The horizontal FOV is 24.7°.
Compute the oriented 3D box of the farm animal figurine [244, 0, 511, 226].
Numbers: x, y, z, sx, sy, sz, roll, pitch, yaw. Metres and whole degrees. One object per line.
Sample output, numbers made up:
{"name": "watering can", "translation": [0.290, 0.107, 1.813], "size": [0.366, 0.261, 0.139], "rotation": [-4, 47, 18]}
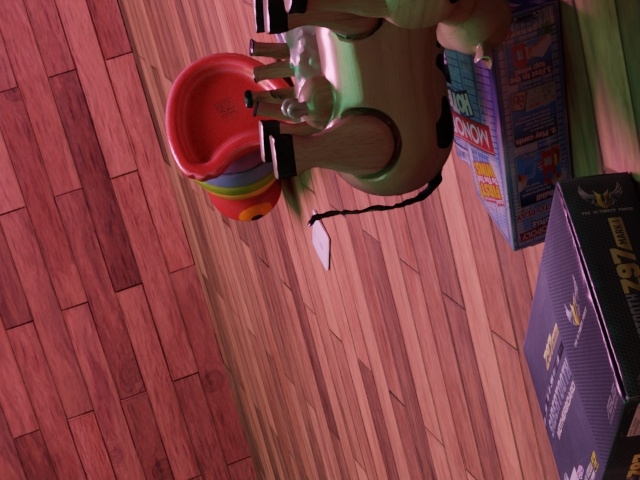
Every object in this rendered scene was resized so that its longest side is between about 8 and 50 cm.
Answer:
{"name": "farm animal figurine", "translation": [0.046, -0.166, 1.001], "size": [0.330, 0.172, 0.326], "rotation": [-109, 17, -60]}

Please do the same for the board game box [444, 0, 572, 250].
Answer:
{"name": "board game box", "translation": [0.137, -0.099, 1.157], "size": [0.194, 0.060, 0.194], "rotation": [-142, 35, -67]}

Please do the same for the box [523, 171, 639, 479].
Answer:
{"name": "box", "translation": [0.206, 0.091, 1.070], "size": [0.232, 0.059, 0.183], "rotation": [90, 171, -55]}

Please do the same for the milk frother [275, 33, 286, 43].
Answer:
{"name": "milk frother", "translation": [0.026, -0.236, 1.251], "size": [0.129, 0.135, 0.143], "rotation": [-126, 21, -49]}

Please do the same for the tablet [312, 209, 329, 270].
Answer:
{"name": "tablet", "translation": [0.000, 0.000, 2.000], "size": [0.083, 0.006, 0.054], "rotation": [90, 157, -57]}

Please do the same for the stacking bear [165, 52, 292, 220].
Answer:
{"name": "stacking bear", "translation": [-0.113, -0.119, 1.988], "size": [0.289, 0.175, 0.164], "rotation": [83, 162, -68]}
